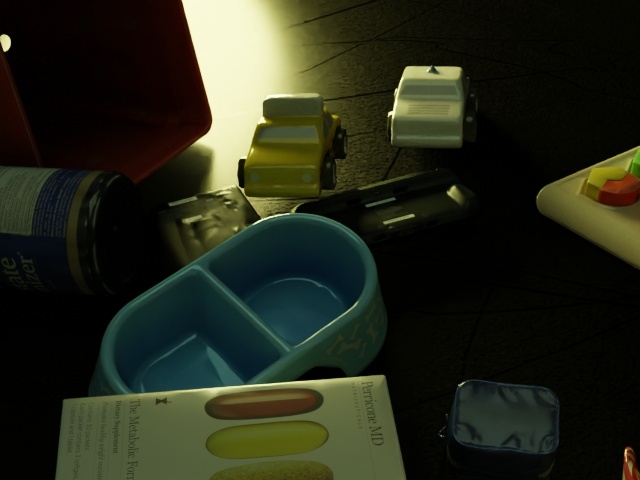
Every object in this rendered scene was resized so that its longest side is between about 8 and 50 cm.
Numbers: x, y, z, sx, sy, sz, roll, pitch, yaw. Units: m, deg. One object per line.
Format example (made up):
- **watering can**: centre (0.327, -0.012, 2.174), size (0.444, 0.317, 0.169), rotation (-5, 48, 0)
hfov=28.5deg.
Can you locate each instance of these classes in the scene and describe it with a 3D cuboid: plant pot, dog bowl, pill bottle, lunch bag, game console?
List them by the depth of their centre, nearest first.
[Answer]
- **lunch bag**: centre (0.146, 0.161, 1.034), size (0.098, 0.065, 0.067), rotation (6, 52, 9)
- **dog bowl**: centre (-0.068, 0.080, 1.102), size (0.297, 0.074, 0.166), rotation (-34, 59, -28)
- **pill bottle**: centre (-0.293, -0.012, 1.236), size (0.219, 0.123, 0.123), rotation (3, 35, 17)
- **game console**: centre (0.000, 0.000, 1.287), size (0.361, 0.044, 0.213), rotation (-16, 39, -18)
- **plant pot**: centre (-0.317, -0.197, 1.408), size (0.235, 0.267, 0.267), rotation (9, 35, 34)

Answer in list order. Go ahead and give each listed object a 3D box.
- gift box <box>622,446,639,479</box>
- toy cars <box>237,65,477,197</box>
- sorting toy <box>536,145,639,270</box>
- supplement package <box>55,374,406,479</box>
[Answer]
- **gift box**: centre (0.344, 0.187, 0.818), size (0.258, 0.276, 0.255), rotation (-5, 30, -2)
- **toy cars**: centre (0.051, -0.142, 1.400), size (0.393, 0.087, 0.176), rotation (-21, 29, -36)
- **sorting toy**: centre (0.367, -0.046, 1.339), size (0.208, 0.038, 0.193), rotation (-26, 42, -30)
- **supplement package**: centre (-0.063, 0.198, 0.927), size (0.244, 0.134, 0.139), rotation (-4, 36, -4)
